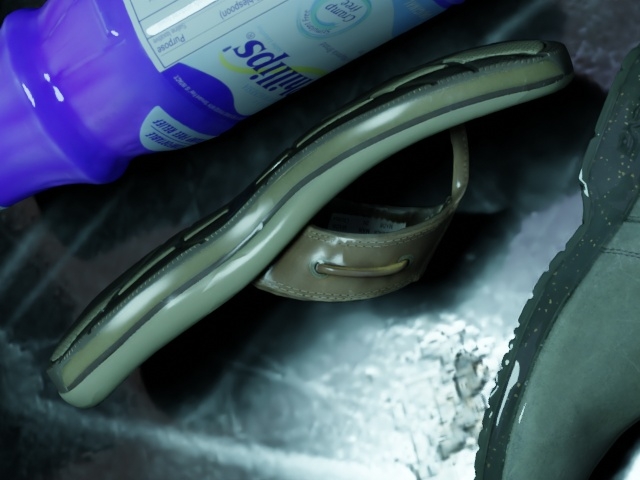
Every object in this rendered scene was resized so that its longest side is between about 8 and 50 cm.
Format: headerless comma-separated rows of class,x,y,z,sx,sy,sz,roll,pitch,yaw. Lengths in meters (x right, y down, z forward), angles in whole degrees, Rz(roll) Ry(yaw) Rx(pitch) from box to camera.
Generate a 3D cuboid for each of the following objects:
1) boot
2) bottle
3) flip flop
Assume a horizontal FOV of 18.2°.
boot,0.168,0.046,0.830,0.161,0.083,0.246,21,90,17
bottle,-0.059,-0.099,0.917,0.283,0.118,0.092,-27,73,14
flip flop,0.000,0.000,0.894,0.277,0.112,0.080,-37,96,9
